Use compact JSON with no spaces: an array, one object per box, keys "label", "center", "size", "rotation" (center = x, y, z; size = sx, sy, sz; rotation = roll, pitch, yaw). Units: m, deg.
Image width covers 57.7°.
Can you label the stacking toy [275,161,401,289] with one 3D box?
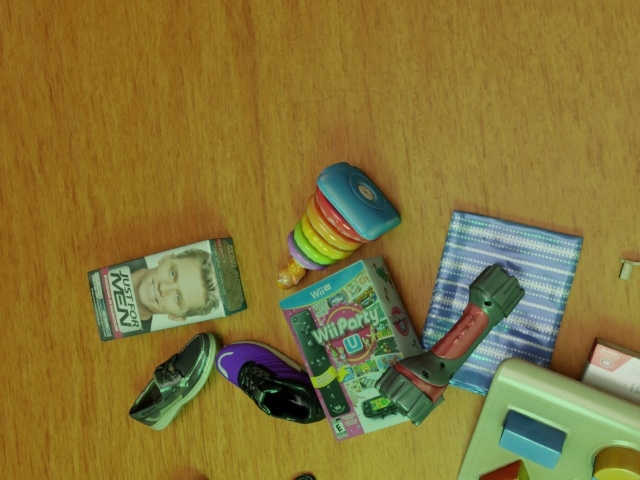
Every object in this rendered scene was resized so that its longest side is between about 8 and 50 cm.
[{"label":"stacking toy","center":[0.000,0.000,1.178],"size":[0.166,0.175,0.302],"rotation":[49,122,9]}]

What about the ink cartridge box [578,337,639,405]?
[{"label":"ink cartridge box","center":[0.505,0.286,1.014],"size":[0.115,0.067,0.198],"rotation":[21,99,21]}]

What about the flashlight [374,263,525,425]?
[{"label":"flashlight","center":[0.226,0.171,1.004],"size":[0.103,0.103,0.304],"rotation":[41,80,8]}]

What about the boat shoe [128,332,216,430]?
[{"label":"boat shoe","center":[-0.339,0.321,1.325],"size":[0.285,0.092,0.103],"rotation":[-52,37,19]}]

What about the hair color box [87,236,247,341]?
[{"label":"hair color box","center":[-0.355,0.114,1.332],"size":[0.347,0.105,0.174],"rotation":[-14,87,21]}]

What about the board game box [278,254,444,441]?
[{"label":"board game box","center":[0.075,0.213,1.145],"size":[0.224,0.097,0.304],"rotation":[-29,79,31]}]

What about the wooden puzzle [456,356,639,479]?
[{"label":"wooden puzzle","center":[0.415,0.402,0.991],"size":[0.322,0.080,0.348],"rotation":[20,123,20]}]

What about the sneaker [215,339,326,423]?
[{"label":"sneaker","center":[-0.112,0.298,1.219],"size":[0.293,0.146,0.102],"rotation":[19,99,20]}]

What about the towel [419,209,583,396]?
[{"label":"towel","center":[0.326,0.128,1.095],"size":[0.243,0.040,0.336],"rotation":[15,98,20]}]

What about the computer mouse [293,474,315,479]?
[{"label":"computer mouse","center":[-0.032,0.664,1.243],"size":[0.188,0.072,0.272],"rotation":[-37,79,18]}]

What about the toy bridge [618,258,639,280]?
[{"label":"toy bridge","center":[0.609,0.060,0.985],"size":[0.188,0.026,0.063],"rotation":[18,96,20]}]
